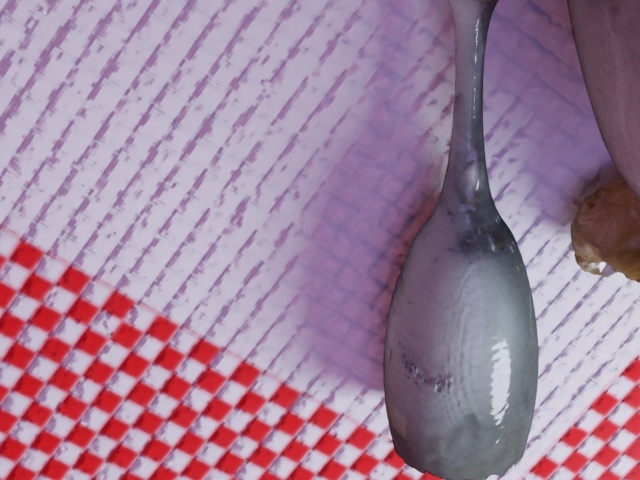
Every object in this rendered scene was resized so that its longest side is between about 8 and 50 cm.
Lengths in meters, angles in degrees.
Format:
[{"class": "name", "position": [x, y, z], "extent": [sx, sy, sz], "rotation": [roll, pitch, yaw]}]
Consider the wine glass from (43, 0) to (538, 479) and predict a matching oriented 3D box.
[{"class": "wine glass", "position": [0.000, 0.000, 0.648], "extent": [0.264, 0.096, 0.310], "rotation": [-7, 118, -11]}]

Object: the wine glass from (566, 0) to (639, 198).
[{"class": "wine glass", "position": [0.248, -0.054, 0.539], "extent": [0.238, 0.238, 0.323], "rotation": [-30, 102, 7]}]

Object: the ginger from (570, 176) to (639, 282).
[{"class": "ginger", "position": [0.316, -0.040, 0.695], "extent": [0.333, 0.081, 0.148], "rotation": [-31, 101, 7]}]
